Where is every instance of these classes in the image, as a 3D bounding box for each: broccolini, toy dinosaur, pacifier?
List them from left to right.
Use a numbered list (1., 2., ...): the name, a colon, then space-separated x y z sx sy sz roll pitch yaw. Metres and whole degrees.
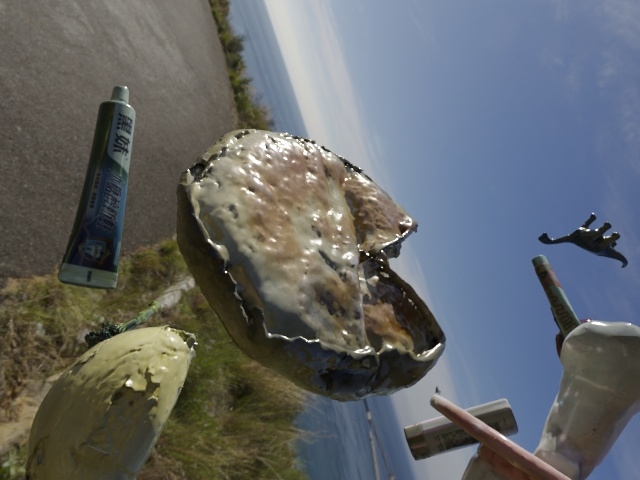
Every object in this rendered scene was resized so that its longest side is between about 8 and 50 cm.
1. broccolini: -0.530 0.223 1.145 0.074 0.079 0.392 40 -2 -7
2. pacifier: 0.246 0.220 0.417 0.332 0.220 0.273 44 40 -47
3. toy dinosaur: 0.833 0.029 1.307 0.248 0.188 0.075 51 9 -4

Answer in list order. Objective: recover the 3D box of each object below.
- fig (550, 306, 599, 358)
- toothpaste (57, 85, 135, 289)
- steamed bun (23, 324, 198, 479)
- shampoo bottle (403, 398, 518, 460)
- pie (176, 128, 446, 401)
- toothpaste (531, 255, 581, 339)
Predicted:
1. fig: 0.586 0.219 0.919 0.128 0.128 0.151 -74 149 -85
2. toothpaste: -0.386 -0.110 0.751 0.098 0.061 0.393 22 63 -52
3. steamed bun: -0.306 0.239 0.598 0.232 0.166 0.273 -43 -159 59
4. shampoo bottle: 0.298 0.406 0.893 0.056 0.227 0.086 -91 158 -65
5. pie: 0.000 0.000 0.441 0.337 0.075 0.338 26 39 -24
6. toothpaste: 0.530 0.124 0.939 0.056 0.036 0.205 105 -14 -48
